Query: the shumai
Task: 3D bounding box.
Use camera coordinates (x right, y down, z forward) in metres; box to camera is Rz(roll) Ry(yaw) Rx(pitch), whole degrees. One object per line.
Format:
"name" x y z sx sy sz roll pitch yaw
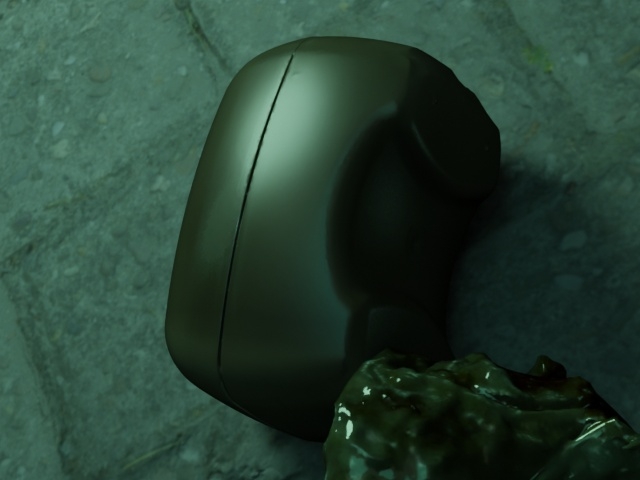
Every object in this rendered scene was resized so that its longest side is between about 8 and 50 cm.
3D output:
"shumai" 0.180 0.224 1.312 0.289 0.330 0.291 4 69 34

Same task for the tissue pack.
"tissue pack" 0.000 0.000 1.526 0.277 0.267 0.387 3 73 30
